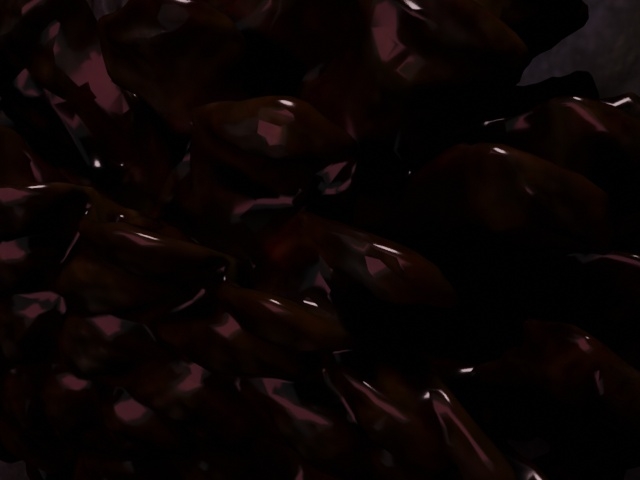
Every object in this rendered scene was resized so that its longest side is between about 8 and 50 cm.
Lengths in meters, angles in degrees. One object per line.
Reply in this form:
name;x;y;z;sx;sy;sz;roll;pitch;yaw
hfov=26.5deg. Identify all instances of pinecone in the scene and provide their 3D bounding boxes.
pinecone;0.000;0.000;0.683;0.398;0.398;0.397;22;122;40
